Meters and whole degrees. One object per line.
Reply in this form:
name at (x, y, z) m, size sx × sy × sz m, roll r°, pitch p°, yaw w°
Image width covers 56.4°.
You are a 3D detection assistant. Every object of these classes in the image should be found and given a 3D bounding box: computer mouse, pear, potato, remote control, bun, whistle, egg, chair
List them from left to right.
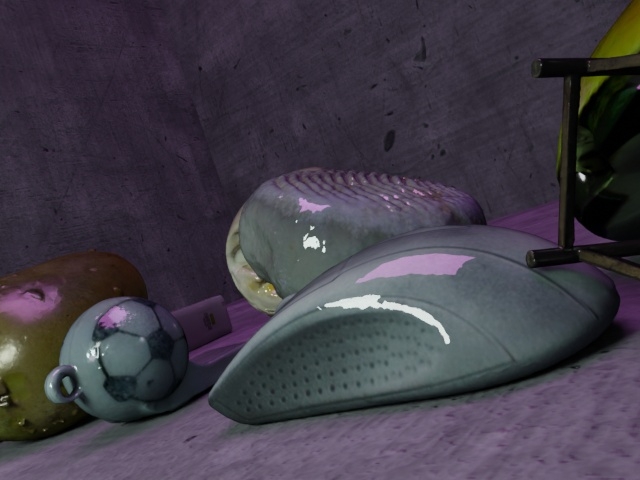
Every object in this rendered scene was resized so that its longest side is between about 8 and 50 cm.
potato at (-0.399, 0.142, 0.926) m, size 0.269 × 0.219 × 0.359 m, roll 17°, pitch 30°, yaw 18°
whistle at (-0.219, 0.139, 0.757) m, size 0.163 × 0.164 × 0.289 m, roll -19°, pitch -1°, yaw 31°
remote control at (-0.305, 0.206, 1.421) m, size 0.034 × 0.103 × 0.250 m, roll -16°, pitch 2°, yaw 31°
egg at (0.000, 0.000, 1.124) m, size 0.278 × 0.278 × 0.336 m, roll -20°, pitch 5°, yaw 41°
bun at (0.063, 0.010, 0.828) m, size 0.354 × 0.194 × 0.354 m, roll 5°, pitch 17°, yaw -1°
computer mouse at (0.051, 0.067, 0.519) m, size 0.370 × 0.122 × 0.188 m, roll -23°, pitch -3°, yaw 31°
pear at (0.407, -0.165, 0.579) m, size 0.398 × 0.165 × 0.399 m, roll -8°, pitch -28°, yaw -4°
chair at (0.276, -0.048, 0.368) m, size 0.260 × 0.155 × 0.141 m, roll -6°, pitch 13°, yaw -14°
